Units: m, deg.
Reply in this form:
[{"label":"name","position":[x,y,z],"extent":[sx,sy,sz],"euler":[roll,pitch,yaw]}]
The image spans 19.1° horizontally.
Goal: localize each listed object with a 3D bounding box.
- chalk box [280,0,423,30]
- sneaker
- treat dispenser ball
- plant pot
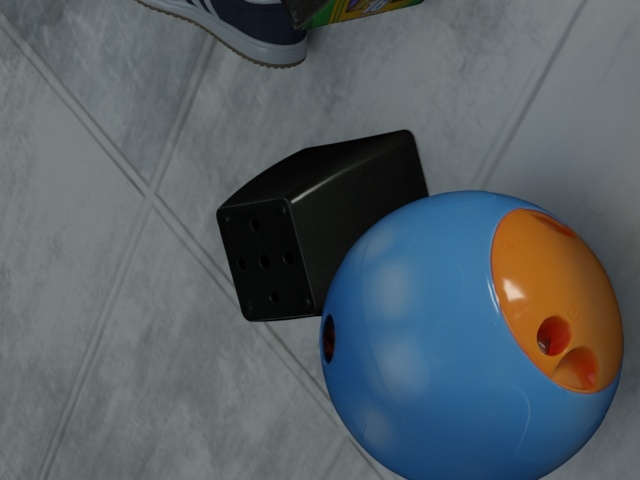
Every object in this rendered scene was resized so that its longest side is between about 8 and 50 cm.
[{"label":"chalk box","position":[0.078,-0.350,1.783],"extent":[0.289,0.179,0.180],"euler":[-34,78,49]},{"label":"sneaker","position":[-0.118,-0.313,2.078],"extent":[0.282,0.099,0.153],"euler":[32,132,29]},{"label":"treat dispenser ball","position":[0.143,0.096,1.802],"extent":[0.288,0.288,0.288],"euler":[22,121,42]},{"label":"plant pot","position":[0.000,0.000,2.023],"extent":[0.188,0.167,0.187],"euler":[-7,99,51]}]
